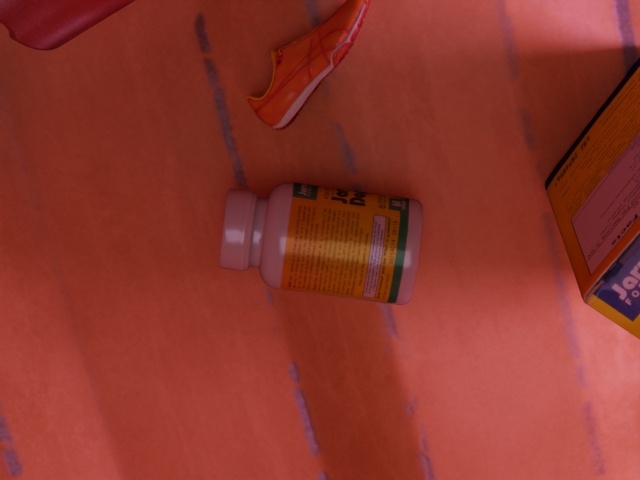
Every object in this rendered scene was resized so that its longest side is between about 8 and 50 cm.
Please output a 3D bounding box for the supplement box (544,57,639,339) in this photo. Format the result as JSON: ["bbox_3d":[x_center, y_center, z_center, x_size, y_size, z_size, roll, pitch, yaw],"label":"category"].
[{"bbox_3d":[0.369,-0.025,1.609,0.195,0.356,0.194,33,107,-9],"label":"supplement box"}]

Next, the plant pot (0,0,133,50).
[{"bbox_3d":[-0.223,-0.338,1.578,0.265,0.272,0.272,-33,106,20],"label":"plant pot"}]

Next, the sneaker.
[{"bbox_3d":[-0.014,-0.195,1.716,0.067,0.064,0.175,41,103,-2],"label":"sneaker"}]

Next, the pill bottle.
[{"bbox_3d":[0.000,0.000,1.754,0.208,0.117,0.117,7,109,-1],"label":"pill bottle"}]
